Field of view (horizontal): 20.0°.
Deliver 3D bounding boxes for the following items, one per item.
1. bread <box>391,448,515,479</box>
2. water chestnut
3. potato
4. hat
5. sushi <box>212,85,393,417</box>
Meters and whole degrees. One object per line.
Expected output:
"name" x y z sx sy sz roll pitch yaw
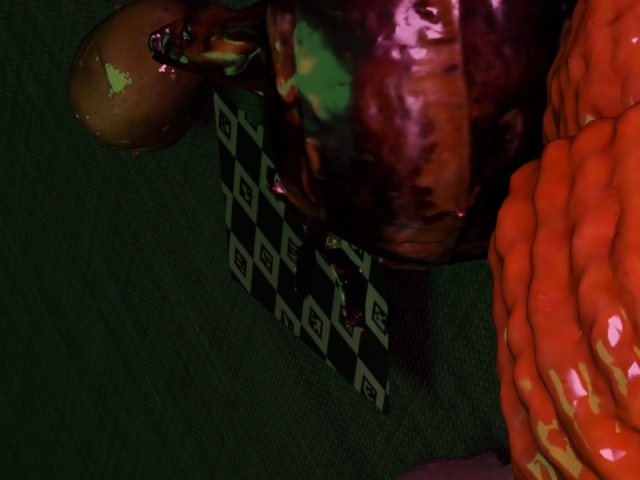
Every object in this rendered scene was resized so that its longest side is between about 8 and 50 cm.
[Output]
"bread" 0.124 0.315 1.300 0.337 0.183 0.102 59 161 28
"water chestnut" 0.039 -0.119 1.058 0.300 0.300 0.300 45 144 45
"potato" -0.164 -0.150 1.647 0.137 0.137 0.176 62 152 20
"hat" 0.171 -0.047 0.862 0.285 0.285 0.400 110 146 -54
"sushi" 0.000 0.000 1.499 0.279 0.043 0.192 39 140 50
